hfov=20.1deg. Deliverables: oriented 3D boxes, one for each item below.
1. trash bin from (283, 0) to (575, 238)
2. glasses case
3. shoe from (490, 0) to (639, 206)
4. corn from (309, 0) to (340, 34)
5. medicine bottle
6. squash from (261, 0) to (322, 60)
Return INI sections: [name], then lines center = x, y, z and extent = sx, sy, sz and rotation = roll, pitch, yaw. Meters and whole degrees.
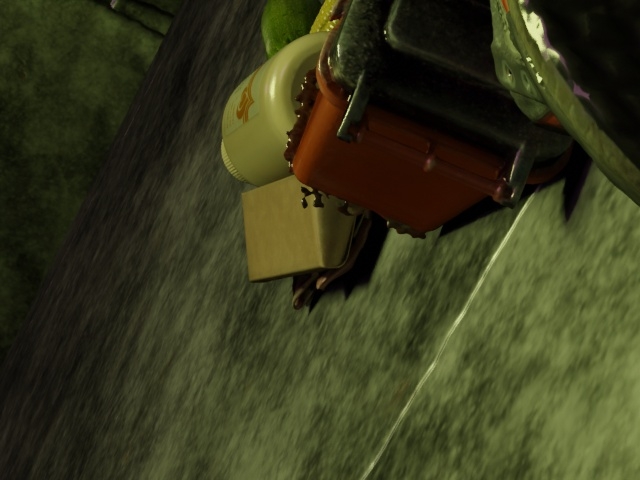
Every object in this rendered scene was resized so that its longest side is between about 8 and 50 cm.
[trash bin]
center = 0.066, -0.089, 1.116
extent = 0.238, 0.161, 0.184
rotation = 127, 164, -67
[glasses case]
center = 0.000, 0.000, 1.410
extent = 0.193, 0.070, 0.102
rotation = 164, 101, -70
[shoe]
center = 0.140, -0.100, 0.898
extent = 0.171, 0.132, 0.336
rotation = 96, 170, -45
[corn]
center = 0.048, -0.224, 1.576
extent = 0.203, 0.072, 0.072
rotation = -58, 16, 35
[medicine bottle]
center = -0.023, -0.097, 1.530
extent = 0.114, 0.114, 0.252
rotation = -69, 13, -14
[squash]
center = -0.025, -0.207, 1.828
extent = 0.069, 0.069, 0.239
rotation = -61, 14, 20
